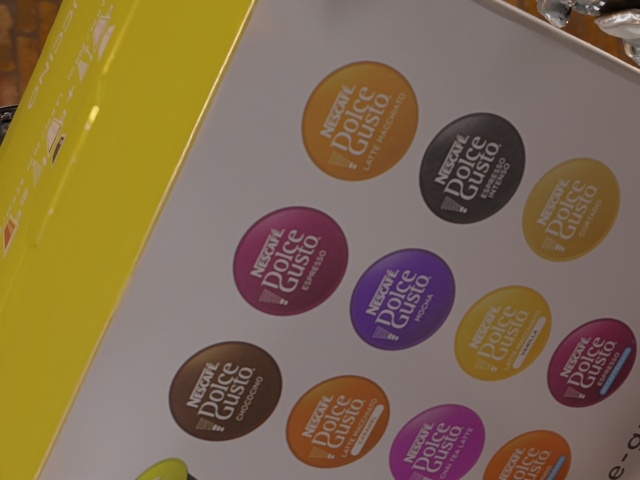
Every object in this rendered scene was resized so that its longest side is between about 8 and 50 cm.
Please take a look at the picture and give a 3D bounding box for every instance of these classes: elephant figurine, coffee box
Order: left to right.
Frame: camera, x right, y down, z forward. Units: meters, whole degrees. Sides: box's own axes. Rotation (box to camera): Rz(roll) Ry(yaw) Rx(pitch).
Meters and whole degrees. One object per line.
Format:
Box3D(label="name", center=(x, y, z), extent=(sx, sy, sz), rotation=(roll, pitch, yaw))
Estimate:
Box3D(label="coffee box", center=(0.000, 0.000, 0.656), extent=(0.334, 0.338, 0.338), rotation=(20, -74, -28))
Box3D(label="elephant figurine", center=(0.412, -0.313, 1.428), extent=(0.239, 0.186, 0.169), rotation=(31, -68, -4))

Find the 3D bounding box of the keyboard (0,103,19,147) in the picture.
Box3D(label="keyboard", center=(-0.288, -0.141, 1.268), extent=(0.180, 0.023, 0.108), rotation=(-11, -115, -11))
